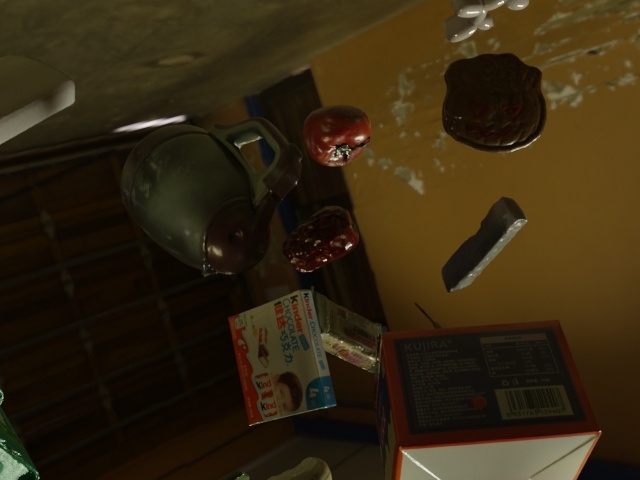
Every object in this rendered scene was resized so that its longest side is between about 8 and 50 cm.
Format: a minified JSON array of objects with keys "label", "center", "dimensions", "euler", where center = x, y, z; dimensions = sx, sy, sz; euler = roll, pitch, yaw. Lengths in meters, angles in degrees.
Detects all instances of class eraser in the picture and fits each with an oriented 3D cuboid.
[{"label":"eraser","center":[-0.622,-0.265,1.325],"dimensions":[0.174,0.094,0.270],"euler":[22,-143,8]}]

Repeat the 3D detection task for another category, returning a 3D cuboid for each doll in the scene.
[{"label":"doll","center":[0.331,-0.463,1.375],"dimensions":[0.160,0.059,0.161],"euler":[-15,164,-4]}]

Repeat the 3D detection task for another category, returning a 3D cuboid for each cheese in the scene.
[{"label":"cheese","center":[-0.058,0.539,1.463],"dimensions":[0.163,0.070,0.249],"euler":[-22,-179,4]}]

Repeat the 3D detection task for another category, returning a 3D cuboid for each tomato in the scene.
[{"label":"tomato","center":[0.041,-0.289,1.850],"dimensions":[0.187,0.151,0.187],"euler":[-12,154,-6]}]

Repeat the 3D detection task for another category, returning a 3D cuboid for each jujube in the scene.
[{"label":"jujube","center":[0.000,0.000,2.043],"dimensions":[0.230,0.155,0.155],"euler":[-34,-176,4]}]

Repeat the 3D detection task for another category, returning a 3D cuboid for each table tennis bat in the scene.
[{"label":"table tennis bat","center":[0.360,0.262,2.189],"dimensions":[0.021,0.154,0.274],"euler":[-43,-174,2]}]

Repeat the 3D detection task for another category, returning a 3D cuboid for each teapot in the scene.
[{"label":"teapot","center":[-0.181,-0.090,1.295],"dimensions":[0.315,0.233,0.312],"euler":[-53,-134,1]}]

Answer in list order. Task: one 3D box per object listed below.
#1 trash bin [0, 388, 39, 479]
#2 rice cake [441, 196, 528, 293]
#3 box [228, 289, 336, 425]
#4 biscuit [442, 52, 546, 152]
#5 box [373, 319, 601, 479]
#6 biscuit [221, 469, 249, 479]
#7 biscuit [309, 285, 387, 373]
[{"label":"trash bin","center":[-0.774,0.415,1.403],"dimensions":[0.381,0.259,0.295],"euler":[26,-119,41]},{"label":"rice cake","center":[0.352,0.017,1.532],"dimensions":[0.064,0.070,0.399],"euler":[-20,161,-17]},{"label":"box","center":[-0.097,0.280,1.645],"dimensions":[0.265,0.273,0.048],"euler":[-25,162,38]},{"label":"biscuit","center":[0.452,-0.355,1.800],"dimensions":[0.273,0.257,0.049],"euler":[0,-174,-6]},{"label":"box","center":[0.290,0.341,1.329],"dimensions":[0.349,0.318,0.256],"euler":[-5,-133,-1]},{"label":"biscuit","center":[-0.368,0.816,2.168],"dimensions":[0.322,0.038,0.099],"euler":[-31,146,-12]},{"label":"biscuit","center":[0.078,0.261,1.943],"dimensions":[0.079,0.309,0.186],"euler":[-38,-146,35]}]
